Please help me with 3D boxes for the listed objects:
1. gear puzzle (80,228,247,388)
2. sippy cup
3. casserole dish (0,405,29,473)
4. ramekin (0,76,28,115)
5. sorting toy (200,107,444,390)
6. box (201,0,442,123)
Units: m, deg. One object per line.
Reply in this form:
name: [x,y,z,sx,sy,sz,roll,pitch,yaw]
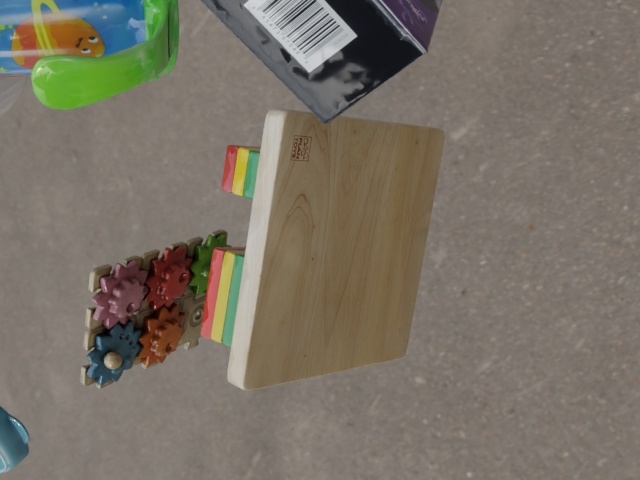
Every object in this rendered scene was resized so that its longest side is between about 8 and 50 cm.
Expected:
gear puzzle: [-0.168,0.080,1.209,0.044,0.339,0.175,24,115,29]
sippy cup: [-0.280,-0.261,0.914,0.305,0.224,0.240,-149,49,-64]
casserole dish: [-0.452,0.252,1.142,0.188,0.037,0.114,-8,123,16]
ramekin: [-0.510,-0.250,1.183,0.277,0.135,0.277,9,119,17]
sorting toy: [0.000,0.000,0.939,0.089,0.255,0.257,17,102,39]
box: [0.011,-0.219,0.721,0.108,0.207,0.153,-31,116,36]
